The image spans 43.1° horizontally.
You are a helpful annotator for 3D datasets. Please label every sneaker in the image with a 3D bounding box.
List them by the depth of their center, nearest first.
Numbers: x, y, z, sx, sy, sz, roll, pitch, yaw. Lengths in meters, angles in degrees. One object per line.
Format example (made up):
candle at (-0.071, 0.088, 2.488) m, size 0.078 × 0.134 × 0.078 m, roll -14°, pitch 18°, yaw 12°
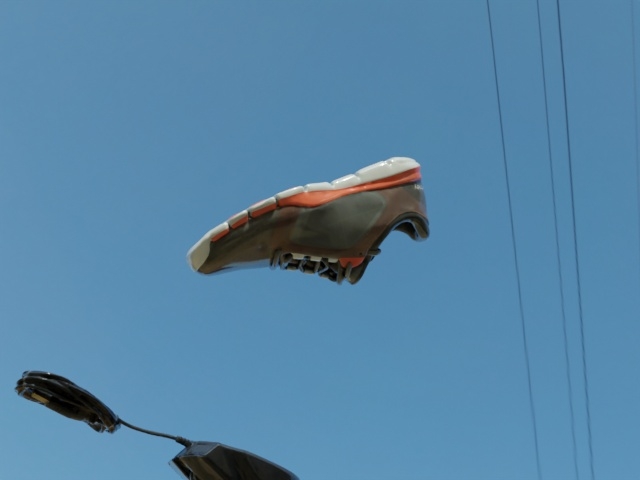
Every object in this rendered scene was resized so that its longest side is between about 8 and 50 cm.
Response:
sneaker at (0.000, 0.000, 0.485) m, size 0.158 × 0.061 × 0.065 m, roll -20°, pitch -92°, yaw -15°

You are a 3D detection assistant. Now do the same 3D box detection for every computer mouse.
computer mouse at (-0.113, 0.158, 0.592) m, size 0.242 × 0.041 × 0.071 m, roll 30°, pitch -30°, yaw -24°
